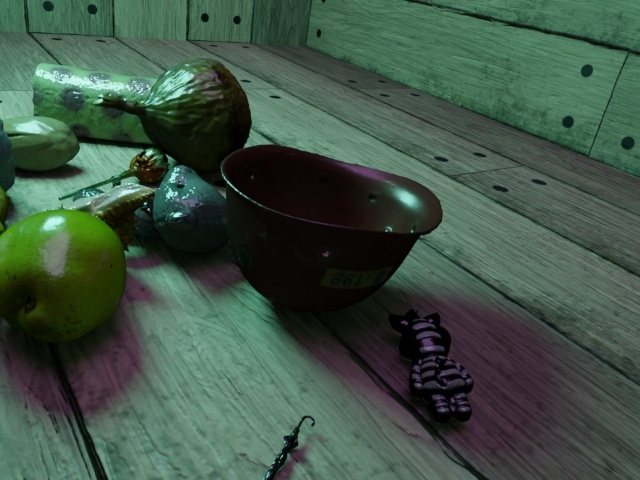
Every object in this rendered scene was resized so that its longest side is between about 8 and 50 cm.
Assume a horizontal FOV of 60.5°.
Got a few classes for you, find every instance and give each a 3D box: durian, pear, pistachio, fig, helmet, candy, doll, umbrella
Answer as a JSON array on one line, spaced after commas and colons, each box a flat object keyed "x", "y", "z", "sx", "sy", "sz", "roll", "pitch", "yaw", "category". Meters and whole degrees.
[{"x": -0.368, "y": -0.024, "z": 0.913, "sx": 0.224, "sy": 0.140, "sz": 0.078, "roll": -29, "pitch": 19, "yaw": 17, "category": "durian"}, {"x": -0.377, "y": 0.053, "z": 0.785, "sx": 0.187, "sy": 0.187, "sz": 0.219, "roll": 6, "pitch": 33, "yaw": -7, "category": "pear"}, {"x": -0.679, "y": -0.221, "z": 1.271, "sx": 0.226, "sy": 0.136, "sz": 0.136, "roll": -2, "pitch": 29, "yaw": -6, "category": "pistachio"}, {"x": -0.365, "y": -0.301, "z": 1.327, "sx": 0.369, "sy": 0.286, "sz": 0.286, "roll": -5, "pitch": 31, "yaw": -37, "category": "fig"}, {"x": 0.000, "y": 0.000, "z": 0.946, "sx": 0.385, "sy": 0.230, "sz": 0.337, "roll": -1, "pitch": 29, "yaw": -36, "category": "helmet"}, {"x": -0.458, "y": -0.141, "z": 1.238, "sx": 0.084, "sy": 0.078, "sz": 0.288, "roll": -8, "pitch": 18, "yaw": 37, "category": "candy"}, {"x": 0.168, "y": 0.183, "z": 0.831, "sx": 0.091, "sy": 0.067, "sz": 0.219, "roll": -5, "pitch": 35, "yaw": -5, "category": "doll"}, {"x": -0.049, "y": 0.262, "z": 0.661, "sx": 0.022, "sy": 0.022, "sz": 0.149, "roll": 25, "pitch": 35, "yaw": 19, "category": "umbrella"}, {"x": -0.317, "y": -0.077, "z": 1.066, "sx": 0.340, "sy": 0.158, "sz": 0.246, "roll": 19, "pitch": 17, "yaw": 23, "category": "doll"}]

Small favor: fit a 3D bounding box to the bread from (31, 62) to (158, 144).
[{"x": -0.590, "y": -0.366, "z": 1.496, "sx": 0.338, "sy": 0.187, "sz": 0.155, "roll": 5, "pitch": 25, "yaw": -11, "category": "bread"}]

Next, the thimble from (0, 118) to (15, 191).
[{"x": -0.729, "y": -0.184, "z": 1.083, "sx": 0.172, "sy": 0.205, "sz": 0.236, "roll": -18, "pitch": 39, "yaw": -40, "category": "thimble"}]

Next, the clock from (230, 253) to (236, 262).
[{"x": -0.134, "y": 0.033, "z": 1.075, "sx": 0.083, "sy": 0.010, "sz": 0.074, "roll": 2, "pitch": 29, "yaw": -12, "category": "clock"}]

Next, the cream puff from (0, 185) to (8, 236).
[{"x": -0.620, "y": 0.007, "z": 0.771, "sx": 0.274, "sy": 0.270, "sz": 0.323, "roll": -25, "pitch": 26, "yaw": 9, "category": "cream puff"}]
